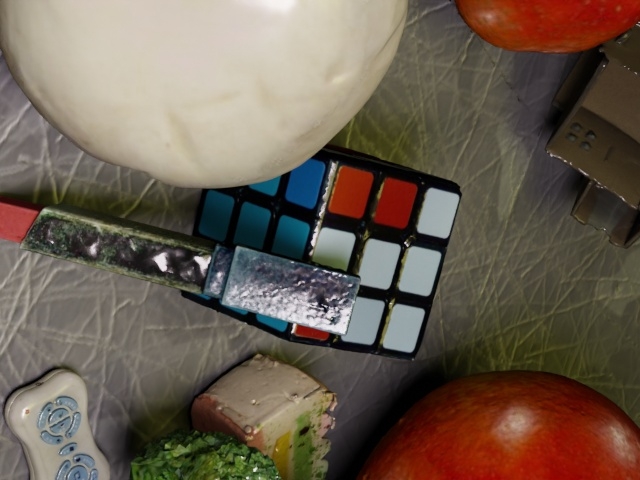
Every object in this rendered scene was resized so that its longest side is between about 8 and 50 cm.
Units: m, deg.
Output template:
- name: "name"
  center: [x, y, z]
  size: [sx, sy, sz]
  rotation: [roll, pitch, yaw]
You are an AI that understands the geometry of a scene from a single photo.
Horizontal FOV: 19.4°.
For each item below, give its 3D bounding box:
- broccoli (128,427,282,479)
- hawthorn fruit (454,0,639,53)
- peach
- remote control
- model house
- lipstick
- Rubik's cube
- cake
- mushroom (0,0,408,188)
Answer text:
- name: "broccoli"
  center: [-0.077, 0.355, 1.505]
  size: [0.310, 0.413, 0.321]
  rotation: [-12, 160, -3]
- name: "hawthorn fruit"
  center: [0.231, -0.262, 1.671]
  size: [0.196, 0.225, 0.196]
  rotation: [-1, 92, -42]
- name: "peach"
  center: [0.180, 0.297, 1.704]
  size: [0.370, 0.370, 0.370]
  rotation: [-14, 112, -37]
- name: "remote control"
  center: [-0.217, 0.169, 1.553]
  size: [0.074, 0.032, 0.122]
  rotation: [-30, 120, -29]
- name: "model house"
  center: [0.346, -0.130, 1.858]
  size: [0.204, 0.211, 0.243]
  rotation: [-56, -178, 44]
- name: "lipstick"
  center: [-0.125, 0.011, 1.461]
  size: [0.312, 0.051, 0.051]
  rotation: [15, 94, -1]
- name: "Rubik's cube"
  center: [0.000, 0.000, 1.597]
  size: [0.163, 0.160, 0.162]
  rotation: [12, 95, -42]
- name: "cake"
  center: [-0.054, 0.205, 1.699]
  size: [0.109, 0.090, 0.225]
  rotation: [-31, 140, -32]
- name: "mushroom"
  center: [-0.061, -0.197, 1.390]
  size: [0.356, 0.315, 0.315]
  rotation: [-20, 116, -21]
